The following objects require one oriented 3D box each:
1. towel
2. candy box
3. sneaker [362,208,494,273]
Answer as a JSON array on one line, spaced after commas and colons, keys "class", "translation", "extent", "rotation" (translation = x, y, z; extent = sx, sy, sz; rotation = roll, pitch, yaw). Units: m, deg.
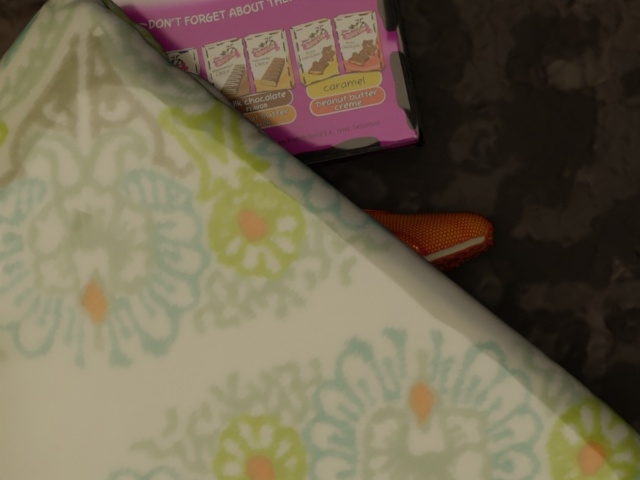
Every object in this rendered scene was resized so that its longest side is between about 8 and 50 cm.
[{"class": "towel", "translation": [-0.066, 0.118, 0.722], "extent": [0.374, 0.090, 0.320], "rotation": [39, 94, 3]}, {"class": "candy box", "translation": [-0.046, -0.147, 0.785], "extent": [0.159, 0.071, 0.233], "rotation": [-10, 91, 6]}, {"class": "sneaker", "translation": [0.000, 0.000, 0.789], "extent": [0.175, 0.064, 0.067], "rotation": [-8, 80, 3]}]
